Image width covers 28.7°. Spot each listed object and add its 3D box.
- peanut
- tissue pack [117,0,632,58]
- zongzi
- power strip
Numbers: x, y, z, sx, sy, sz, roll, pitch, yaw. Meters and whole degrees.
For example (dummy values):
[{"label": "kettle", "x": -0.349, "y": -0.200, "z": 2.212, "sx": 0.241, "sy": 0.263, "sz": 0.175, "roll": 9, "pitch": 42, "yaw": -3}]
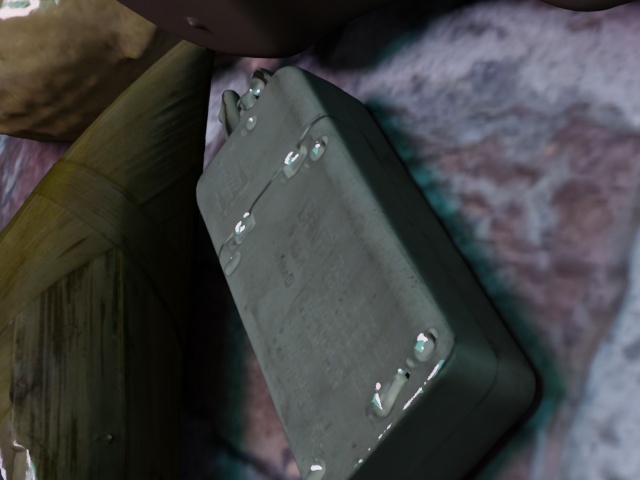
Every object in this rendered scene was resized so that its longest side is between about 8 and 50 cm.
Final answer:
[{"label": "peanut", "x": -0.193, "y": -0.146, "z": 0.858, "sx": 0.174, "sy": 0.158, "sz": 0.340, "roll": -41, "pitch": 31, "yaw": -21}, {"label": "tissue pack", "x": 0.015, "y": -0.248, "z": 0.520, "sx": 0.387, "sy": 0.267, "sz": 0.277, "roll": 2, "pitch": 68, "yaw": 56}, {"label": "zongzi", "x": -0.094, "y": 0.022, "z": 0.637, "sx": 0.256, "sy": 0.115, "sz": 0.228, "roll": -54, "pitch": 30, "yaw": 10}, {"label": "power strip", "x": 0.000, "y": 0.000, "z": 0.570, "sx": 0.093, "sy": 0.053, "sz": 0.288, "roll": -52, "pitch": 34, "yaw": 20}]
